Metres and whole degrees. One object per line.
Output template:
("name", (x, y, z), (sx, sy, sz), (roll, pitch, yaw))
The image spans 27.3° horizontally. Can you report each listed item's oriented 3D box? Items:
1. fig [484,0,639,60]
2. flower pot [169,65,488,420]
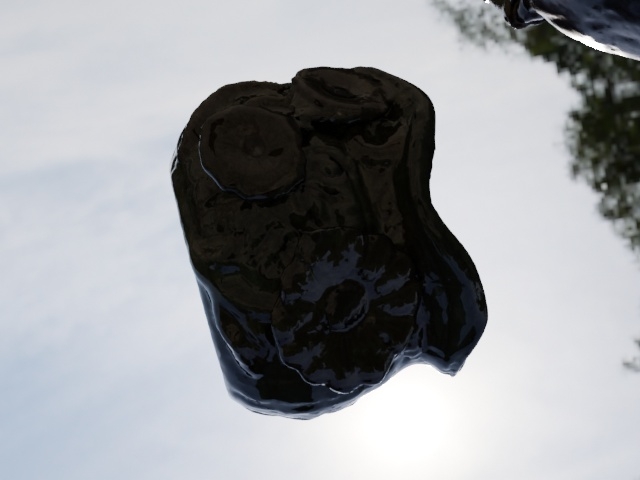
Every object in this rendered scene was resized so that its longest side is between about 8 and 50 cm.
("fig", (0.155, -0.161, 0.646), (0.249, 0.204, 0.186), (-39, 156, 33))
("flower pot", (0.000, 0.000, 1.075), (0.213, 0.302, 0.302), (-15, -157, -5))
